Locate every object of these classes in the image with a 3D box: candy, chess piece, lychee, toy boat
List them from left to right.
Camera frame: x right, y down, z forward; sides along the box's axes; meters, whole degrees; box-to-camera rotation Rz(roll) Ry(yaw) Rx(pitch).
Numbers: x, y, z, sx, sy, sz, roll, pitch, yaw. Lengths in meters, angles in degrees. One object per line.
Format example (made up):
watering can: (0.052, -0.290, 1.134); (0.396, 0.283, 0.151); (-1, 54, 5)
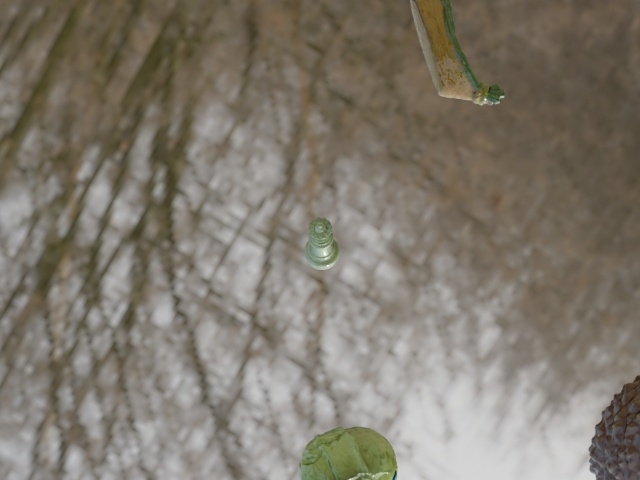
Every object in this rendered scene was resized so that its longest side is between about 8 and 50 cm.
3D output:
candy: (-0.084, 0.260, 1.822); (0.335, 0.092, 0.093); (-18, -144, -12)
chess piece: (0.000, 0.000, 2.202); (0.042, 0.042, 0.093); (35, 164, 15)
toy boat: (0.175, -0.276, 2.481); (0.089, 0.088, 0.229); (90, 165, -74)
lychee: (0.418, 0.236, 2.186); (0.200, 0.238, 0.200); (31, -141, -29)
